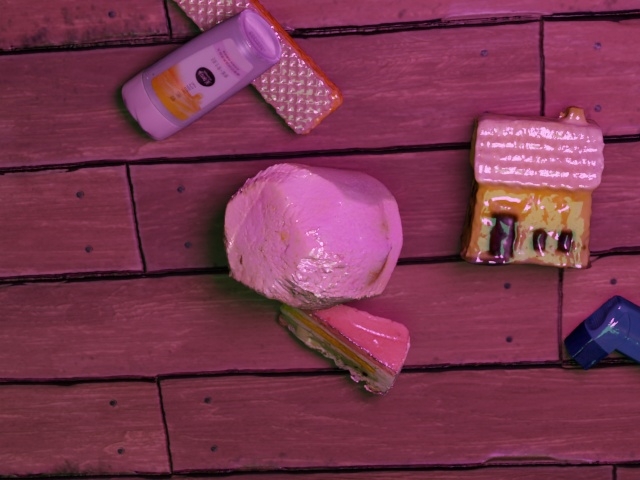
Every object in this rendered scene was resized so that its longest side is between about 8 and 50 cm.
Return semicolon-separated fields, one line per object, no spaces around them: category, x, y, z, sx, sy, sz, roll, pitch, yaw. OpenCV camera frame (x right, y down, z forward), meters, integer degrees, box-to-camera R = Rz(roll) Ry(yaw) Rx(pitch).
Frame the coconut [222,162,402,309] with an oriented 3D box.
coconut;0.000;0.000;1.844;0.233;0.245;0.233;-2;88;42

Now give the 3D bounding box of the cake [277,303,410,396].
cake;0.041;0.145;1.968;0.225;0.090;0.109;33;151;7

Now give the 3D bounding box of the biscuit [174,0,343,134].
biscuit;-0.120;-0.320;1.819;0.094;0.054;0.378;-39;103;18

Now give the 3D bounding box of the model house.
model house;0.312;-0.087;1.822;0.193;0.175;0.234;4;102;5

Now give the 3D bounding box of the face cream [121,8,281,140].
face cream;-0.178;-0.242;1.803;0.269;0.073;0.107;-25;105;38

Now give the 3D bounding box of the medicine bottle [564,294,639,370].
medicine bottle;0.524;0.182;1.938;0.258;0.079;0.124;26;108;-5
